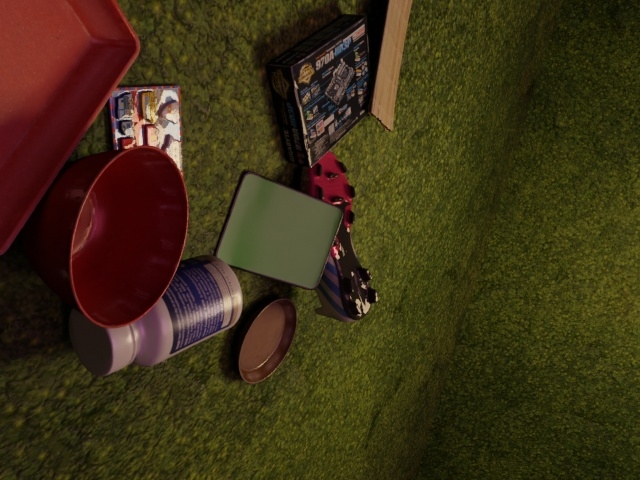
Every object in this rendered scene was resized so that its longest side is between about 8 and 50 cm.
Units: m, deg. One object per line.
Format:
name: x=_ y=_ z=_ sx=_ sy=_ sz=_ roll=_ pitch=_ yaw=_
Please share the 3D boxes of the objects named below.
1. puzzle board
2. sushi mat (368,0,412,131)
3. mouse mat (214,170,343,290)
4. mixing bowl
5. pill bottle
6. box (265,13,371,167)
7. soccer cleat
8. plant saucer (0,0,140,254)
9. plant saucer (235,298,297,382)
puzzle board: x=-0.202 y=-0.116 z=0.555 sx=0.096 sy=0.011 sz=0.128 roll=-27 pitch=130 yaw=-51
sushi mat: x=0.142 y=-0.385 z=0.909 sx=0.151 sy=0.019 sz=0.316 roll=-1 pitch=101 yaw=-67
mouse mat: x=-0.062 y=-0.011 z=0.756 sx=0.190 sy=0.007 sz=0.152 roll=20 pitch=90 yaw=-26
mixing bowl: x=-0.223 y=-0.012 z=0.471 sx=0.181 sy=0.098 sz=0.181 roll=12 pitch=90 yaw=-76
pill bottle: x=-0.198 y=0.090 z=0.581 sx=0.187 sy=0.112 sz=0.111 roll=-20 pitch=123 yaw=-55
box: x=0.011 y=-0.254 z=0.789 sx=0.220 sy=0.051 sz=0.175 roll=-49 pitch=144 yaw=-34
soccer cleat: x=0.000 y=0.000 z=0.880 sx=0.116 sy=0.143 sz=0.331 roll=-23 pitch=102 yaw=-46
plant saucer: x=-0.264 y=-0.159 z=0.324 sx=0.258 sy=0.048 sz=0.259 roll=68 pitch=34 yaw=-57
plant saucer: x=-0.104 y=0.185 z=0.881 sx=0.168 sy=0.029 sz=0.168 roll=-36 pitch=135 yaw=-46
